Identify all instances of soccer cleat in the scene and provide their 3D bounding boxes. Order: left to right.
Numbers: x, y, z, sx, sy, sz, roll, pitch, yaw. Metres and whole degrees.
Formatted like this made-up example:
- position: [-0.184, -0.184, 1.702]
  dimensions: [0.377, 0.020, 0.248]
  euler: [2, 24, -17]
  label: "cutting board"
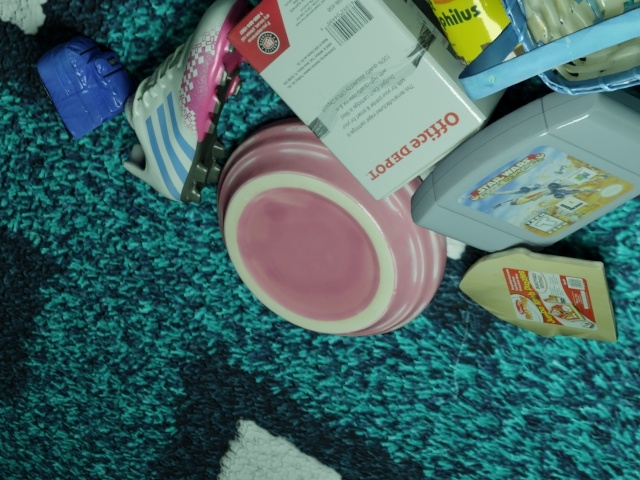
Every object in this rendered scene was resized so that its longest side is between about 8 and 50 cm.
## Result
- position: [-0.183, -0.186, 1.741]
  dimensions: [0.143, 0.116, 0.331]
  euler: [26, 132, 7]
  label: "soccer cleat"

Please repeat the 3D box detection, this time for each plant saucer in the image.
- position: [0.000, 0.000, 1.792]
  dimensions: [0.332, 0.084, 0.332]
  euler: [16, 129, 21]
  label: "plant saucer"

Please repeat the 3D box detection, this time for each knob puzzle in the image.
- position: [0.268, 0.059, 1.687]
  dimensions: [0.213, 0.030, 0.213]
  euler: [16, 151, 9]
  label: "knob puzzle"

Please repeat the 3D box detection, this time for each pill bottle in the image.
- position: [0.166, -0.290, 1.465]
  dimensions: [0.117, 0.117, 0.215]
  euler: [-17, 112, 38]
  label: "pill bottle"

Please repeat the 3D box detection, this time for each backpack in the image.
- position: [-0.313, -0.215, 1.816]
  dimensions: [0.101, 0.098, 0.120]
  euler: [-29, 98, 17]
  label: "backpack"

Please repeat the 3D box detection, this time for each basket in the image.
- position: [0.287, -0.243, 1.310]
  dimensions: [0.255, 0.289, 0.201]
  euler: [-16, 108, 40]
  label: "basket"

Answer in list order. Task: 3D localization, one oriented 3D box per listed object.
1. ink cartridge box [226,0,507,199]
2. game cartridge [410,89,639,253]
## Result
- position: [0.058, -0.211, 1.586]
  dimensions: [0.273, 0.114, 0.197]
  euler: [48, 131, -8]
  label: "ink cartridge box"
- position: [0.252, -0.074, 1.545]
  dimensions: [0.198, 0.062, 0.297]
  euler: [15, 145, -36]
  label: "game cartridge"
